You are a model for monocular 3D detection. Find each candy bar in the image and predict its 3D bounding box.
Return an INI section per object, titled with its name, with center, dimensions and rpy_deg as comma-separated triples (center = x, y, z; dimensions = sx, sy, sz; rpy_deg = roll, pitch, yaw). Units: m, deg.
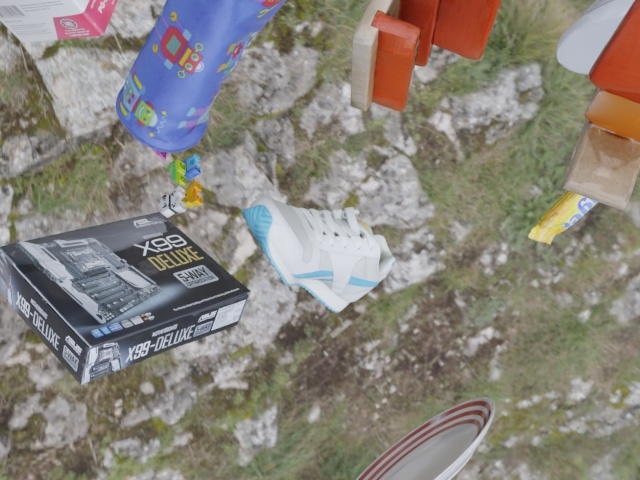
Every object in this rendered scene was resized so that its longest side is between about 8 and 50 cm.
[candy bar]
center = 0.229, -0.054, 0.648
dimensions = 0.040, 0.018, 0.161
rpy_deg = 10, 132, -45

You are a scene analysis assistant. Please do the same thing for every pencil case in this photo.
[pencil case]
center = -0.132, -0.241, 0.955
dimensions = 0.119, 0.133, 0.306
rpy_deg = 42, 129, 0

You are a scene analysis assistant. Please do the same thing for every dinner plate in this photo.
[dinner plate]
center = 0.067, 0.158, 0.569
dimensions = 0.141, 0.141, 0.017
rpy_deg = -35, 88, -5

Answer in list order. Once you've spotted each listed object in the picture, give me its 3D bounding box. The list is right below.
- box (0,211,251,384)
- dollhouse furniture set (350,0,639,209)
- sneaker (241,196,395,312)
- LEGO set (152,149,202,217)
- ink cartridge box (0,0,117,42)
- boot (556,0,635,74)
[box]
center = -0.300, 0.074, 1.256
dimensions = 0.307, 0.242, 0.076
rpy_deg = -16, 137, -48
[dollhouse furniture set]
center = 0.158, -0.089, 0.386
dimensions = 0.259, 0.262, 0.135
rpy_deg = 21, 74, 8
[sneaker]
center = 0.000, 0.000, 0.822
dimensions = 0.092, 0.087, 0.228
rpy_deg = -36, 153, 11
[LEGO set]
center = -0.311, -0.118, 1.739
dimensions = 0.093, 0.227, 0.087
rpy_deg = -28, 139, 22
[ink cartridge box]
center = -0.442, -0.412, 1.215
dimensions = 0.237, 0.172, 0.100
rpy_deg = 52, 46, -55
[boot]
center = 0.371, -0.282, 0.888
dimensions = 0.095, 0.258, 0.123
rpy_deg = 28, 62, -25
